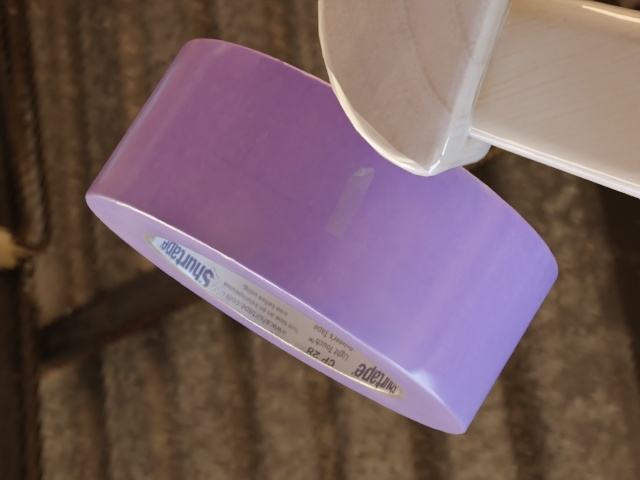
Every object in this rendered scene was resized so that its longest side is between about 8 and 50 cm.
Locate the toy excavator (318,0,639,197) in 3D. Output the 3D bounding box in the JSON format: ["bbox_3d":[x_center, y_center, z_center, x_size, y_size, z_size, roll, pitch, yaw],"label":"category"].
[{"bbox_3d":[0.275,-0.078,0.537,0.433,0.222,0.445,46,-73,8],"label":"toy excavator"}]

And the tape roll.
[{"bbox_3d":[0.000,0.000,0.765,0.189,0.189,0.080,21,-104,45],"label":"tape roll"}]
